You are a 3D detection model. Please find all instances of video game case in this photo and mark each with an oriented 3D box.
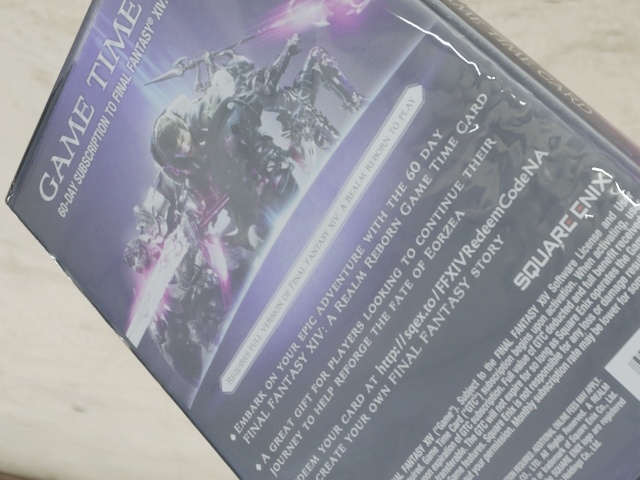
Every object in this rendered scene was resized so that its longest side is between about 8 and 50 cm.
[{"bbox_3d":[0.000,0.000,0.373,0.026,0.274,0.196,-12,142,-53],"label":"video game case"}]
